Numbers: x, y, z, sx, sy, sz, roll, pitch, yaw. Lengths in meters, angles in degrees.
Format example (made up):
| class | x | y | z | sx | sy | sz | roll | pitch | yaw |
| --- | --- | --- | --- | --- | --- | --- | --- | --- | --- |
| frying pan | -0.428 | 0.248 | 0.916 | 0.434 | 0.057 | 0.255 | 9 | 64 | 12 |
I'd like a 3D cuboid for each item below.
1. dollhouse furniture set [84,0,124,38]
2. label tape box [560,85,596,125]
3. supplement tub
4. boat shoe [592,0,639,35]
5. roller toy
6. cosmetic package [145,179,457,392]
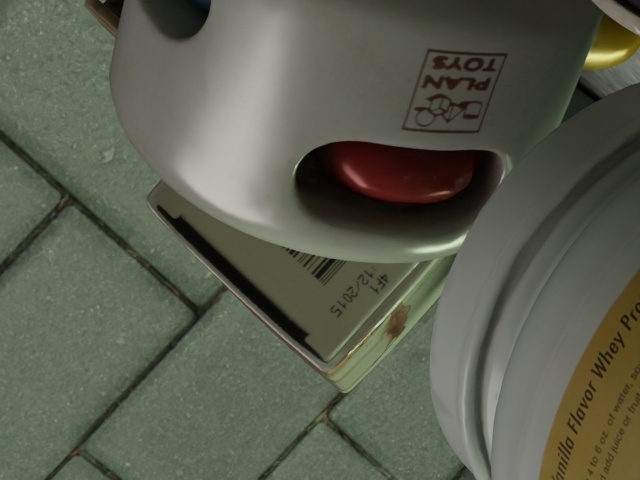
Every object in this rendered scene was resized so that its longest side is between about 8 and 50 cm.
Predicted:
| class | x | y | z | sx | sy | sz | roll | pitch | yaw |
| --- | --- | --- | --- | --- | --- | --- | --- | --- | --- |
| dollhouse furniture set | -0.100 | -0.216 | 1.088 | 0.212 | 0.161 | 0.242 | 43 | 178 | 27 |
| label tape box | 0.143 | -0.024 | 1.109 | 0.333 | 0.106 | 0.240 | 42 | 177 | 24 |
| supplement tub | 0.200 | 0.089 | 0.568 | 0.228 | 0.228 | 0.316 | 45 | 177 | -41 |
| boat shoe | 0.153 | -0.088 | 0.559 | 0.206 | 0.075 | 0.065 | 49 | 140 | 46 |
| roller toy | 0.019 | -0.097 | 0.709 | 0.209 | 0.146 | 0.191 | 28 | -145 | 13 |
| cosmetic package | 0.000 | 0.000 | 1.081 | 0.153 | 0.129 | 0.296 | 42 | 177 | 8 |
